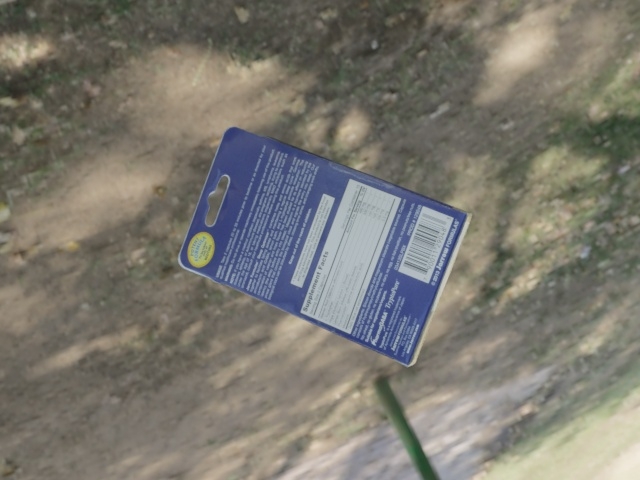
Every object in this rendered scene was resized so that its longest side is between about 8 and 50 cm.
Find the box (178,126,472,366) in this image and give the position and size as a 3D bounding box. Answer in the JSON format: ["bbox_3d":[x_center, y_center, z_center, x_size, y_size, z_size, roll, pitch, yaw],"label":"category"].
[{"bbox_3d":[0.000,0.000,0.899,0.136,0.225,0.036,-69,164,6],"label":"box"}]
